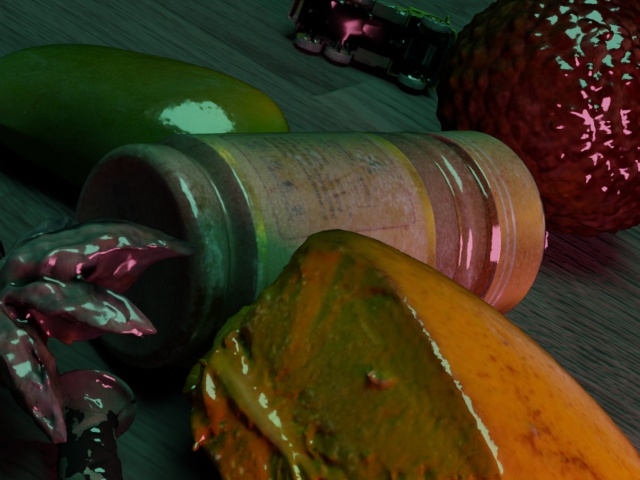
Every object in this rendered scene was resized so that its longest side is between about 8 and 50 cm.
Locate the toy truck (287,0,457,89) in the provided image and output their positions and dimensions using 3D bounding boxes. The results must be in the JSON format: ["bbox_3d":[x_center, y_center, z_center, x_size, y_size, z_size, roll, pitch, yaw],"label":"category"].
[{"bbox_3d":[0.060,-0.249,1.449,0.191,0.085,0.116,19,22,-3],"label":"toy truck"}]

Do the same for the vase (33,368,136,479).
[{"bbox_3d":[-0.115,0.137,0.635,0.059,0.059,0.167,11,29,-22],"label":"vase"}]

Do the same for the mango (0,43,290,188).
[{"bbox_3d":[-0.144,-0.084,0.969,0.250,0.114,0.156,13,36,8],"label":"mango"}]

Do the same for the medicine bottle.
[{"bbox_3d":[0.000,0.000,0.870,0.322,0.151,0.151,-5,38,-42],"label":"medicine bottle"}]

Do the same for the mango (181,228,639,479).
[{"bbox_3d":[0.081,0.137,0.653,0.350,0.201,0.199,39,57,14],"label":"mango"}]

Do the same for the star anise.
[{"bbox_3d":[-0.175,0.043,0.677,0.204,0.061,0.181,-6,44,9],"label":"star anise"}]

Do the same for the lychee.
[{"bbox_3d":[0.235,-0.129,1.198,0.260,0.261,0.261,18,27,-10],"label":"lychee"}]
